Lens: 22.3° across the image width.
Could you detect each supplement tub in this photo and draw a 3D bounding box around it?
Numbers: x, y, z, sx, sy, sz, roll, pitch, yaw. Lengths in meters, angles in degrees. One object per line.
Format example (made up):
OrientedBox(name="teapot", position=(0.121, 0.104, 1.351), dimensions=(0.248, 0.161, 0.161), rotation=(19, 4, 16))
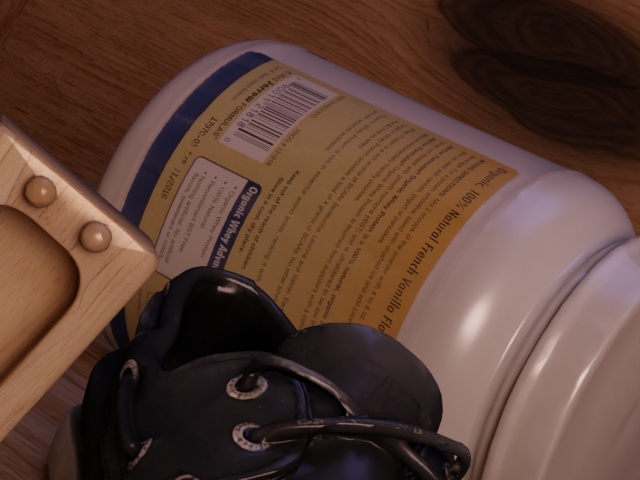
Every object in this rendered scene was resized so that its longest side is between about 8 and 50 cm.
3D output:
OrientedBox(name="supplement tub", position=(0.043, 0.035, 0.953), dimensions=(0.316, 0.228, 0.228), rotation=(28, 1, 29))

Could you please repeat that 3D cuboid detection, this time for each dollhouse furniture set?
OrientedBox(name="dollhouse furniture set", position=(-0.131, 0.016, 0.326), dimensions=(0.151, 0.144, 0.123), rotation=(42, 2, -15))

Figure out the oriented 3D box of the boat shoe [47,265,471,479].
OrientedBox(name="boat shoe", position=(-0.009, 0.077, 0.524), dimensions=(0.127, 0.113, 0.340), rotation=(28, 1, -13))
